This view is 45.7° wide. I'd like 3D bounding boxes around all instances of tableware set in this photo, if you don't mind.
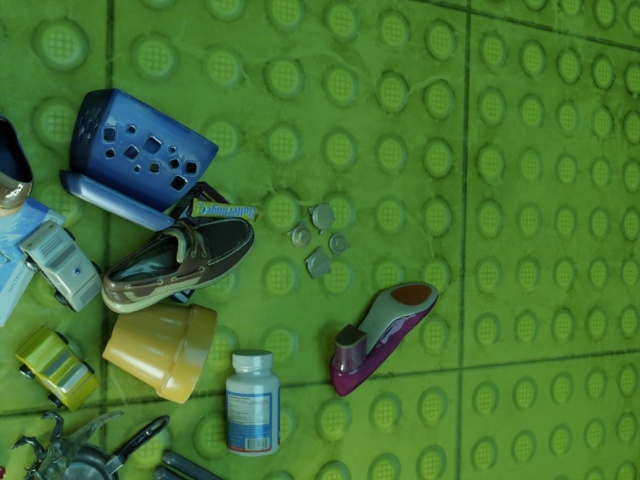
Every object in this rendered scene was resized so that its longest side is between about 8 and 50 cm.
[{"bbox_3d":[0.000,0.000,1.863,0.141,0.020,0.168,-38,110,-24],"label":"tableware set"}]

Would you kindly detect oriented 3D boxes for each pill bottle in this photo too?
[{"bbox_3d":[-0.152,0.363,1.716,0.124,0.124,0.221,0,91,-32],"label":"pill bottle"}]

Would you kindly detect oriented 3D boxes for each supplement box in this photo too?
[{"bbox_3d":[-0.286,0.002,1.654,0.130,0.073,0.239,43,70,-26],"label":"supplement box"}]

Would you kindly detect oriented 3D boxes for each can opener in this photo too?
[{"bbox_3d":[-0.235,0.560,1.684,0.283,0.095,0.076,39,71,-27],"label":"can opener"}]

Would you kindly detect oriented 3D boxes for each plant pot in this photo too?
[{"bbox_3d":[-0.338,0.209,1.567,0.188,0.205,0.205,23,79,-15],"label":"plant pot"},{"bbox_3d":[-0.377,-0.152,1.508,0.236,0.236,0.212,27,84,-30],"label":"plant pot"}]

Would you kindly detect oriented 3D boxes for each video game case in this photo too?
[{"bbox_3d":[-0.662,-0.004,1.428,0.269,0.061,0.244,33,73,-28],"label":"video game case"}]

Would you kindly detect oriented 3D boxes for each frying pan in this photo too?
[{"bbox_3d":[-0.451,0.504,1.581,0.326,0.053,0.197,-10,96,-28],"label":"frying pan"}]

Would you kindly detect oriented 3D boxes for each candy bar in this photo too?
[{"bbox_3d":[-0.205,-0.065,1.650,0.161,0.018,0.040,5,88,-32],"label":"candy bar"}]

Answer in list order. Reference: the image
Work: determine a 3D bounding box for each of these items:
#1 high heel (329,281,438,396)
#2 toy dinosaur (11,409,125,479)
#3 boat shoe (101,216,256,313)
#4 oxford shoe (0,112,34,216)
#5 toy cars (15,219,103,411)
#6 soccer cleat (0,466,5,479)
[{"bbox_3d":[0.163,0.244,1.945,0.377,0.127,0.181,-25,133,-33],"label":"high heel"},{"bbox_3d":[-0.526,0.407,1.499,0.118,0.064,0.268,43,66,-4],"label":"toy dinosaur"},{"bbox_3d":[-0.277,0.028,1.523,0.342,0.123,0.123,-23,65,-24],"label":"boat shoe"},{"bbox_3d":[-0.624,-0.228,1.370,0.130,0.133,0.363,-37,96,-47],"label":"oxford shoe"},{"bbox_3d":[-0.493,0.159,1.482,0.176,0.087,0.393,-2,100,-46],"label":"toy cars"},{"bbox_3d":[-0.645,0.471,1.468,0.029,0.036,0.083,61,40,-25],"label":"soccer cleat"}]
